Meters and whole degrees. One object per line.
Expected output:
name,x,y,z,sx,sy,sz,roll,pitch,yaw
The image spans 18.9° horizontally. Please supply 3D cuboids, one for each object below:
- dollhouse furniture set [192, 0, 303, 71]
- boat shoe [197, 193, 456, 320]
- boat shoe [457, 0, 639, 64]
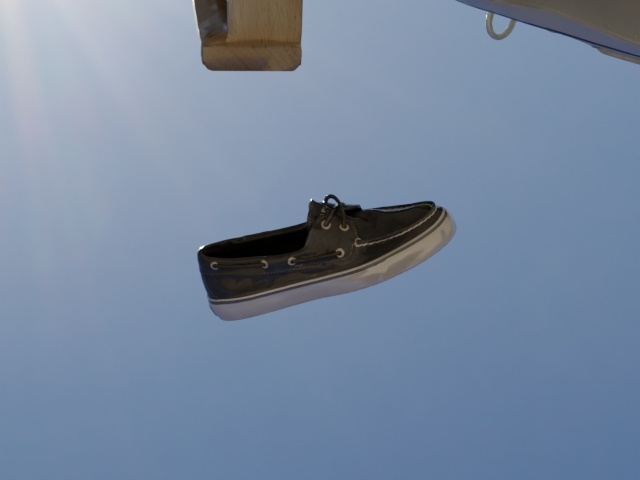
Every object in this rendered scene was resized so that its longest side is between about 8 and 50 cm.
dollhouse furniture set,-0.211,-0.262,1.302,0.394,0.256,0.362,0,-160,-6
boat shoe,0.000,0.000,1.657,0.229,0.076,0.080,-16,-155,16
boat shoe,0.217,-0.256,1.849,0.367,0.156,0.135,22,-97,16
